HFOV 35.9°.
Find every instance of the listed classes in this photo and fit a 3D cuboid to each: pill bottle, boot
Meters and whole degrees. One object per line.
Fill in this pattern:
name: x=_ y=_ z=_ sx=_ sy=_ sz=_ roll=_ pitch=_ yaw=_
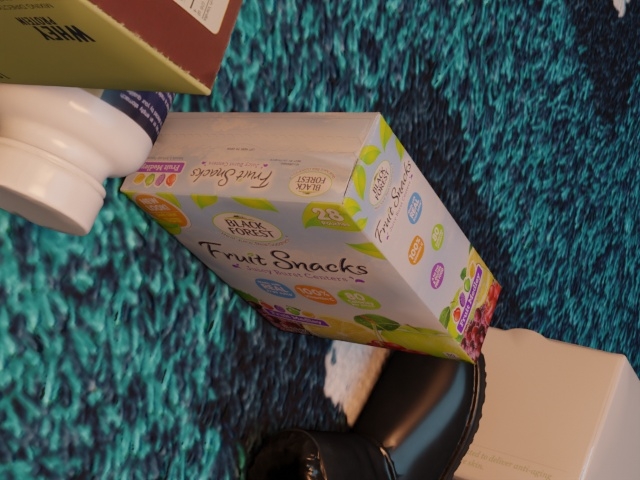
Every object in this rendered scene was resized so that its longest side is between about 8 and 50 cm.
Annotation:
pill bottle: x=-0.125 y=-0.093 z=0.538 sx=0.094 sy=0.094 sz=0.169 roll=39 pitch=66 yaw=-49
boot: x=0.039 y=0.168 z=0.808 sx=0.207 sy=0.094 sz=0.246 roll=22 pitch=85 yaw=-56

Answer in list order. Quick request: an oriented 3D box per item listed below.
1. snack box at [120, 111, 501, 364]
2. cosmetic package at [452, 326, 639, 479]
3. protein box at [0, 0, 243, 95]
snack box: x=0.000 y=0.000 z=0.656 sx=0.207 sy=0.175 sz=0.070 roll=48 pitch=56 yaw=-45
cosmetic package: x=0.246 y=0.235 z=1.017 sx=0.365 sy=0.197 sz=0.155 roll=44 pitch=63 yaw=-46
protein box: x=-0.153 y=-0.167 z=0.396 sx=0.201 sy=0.200 sz=0.136 roll=33 pitch=71 yaw=-51
